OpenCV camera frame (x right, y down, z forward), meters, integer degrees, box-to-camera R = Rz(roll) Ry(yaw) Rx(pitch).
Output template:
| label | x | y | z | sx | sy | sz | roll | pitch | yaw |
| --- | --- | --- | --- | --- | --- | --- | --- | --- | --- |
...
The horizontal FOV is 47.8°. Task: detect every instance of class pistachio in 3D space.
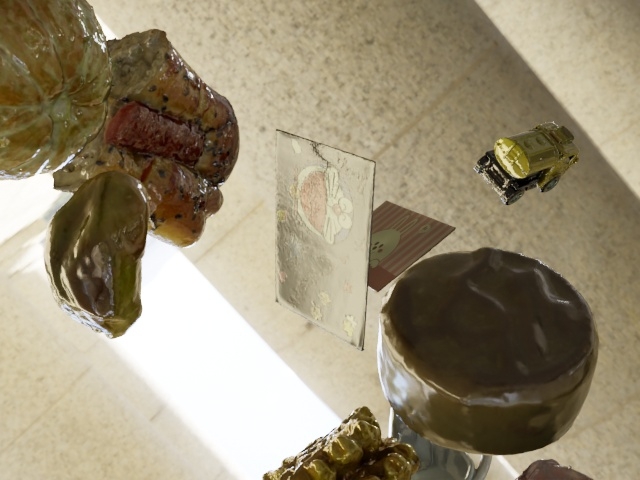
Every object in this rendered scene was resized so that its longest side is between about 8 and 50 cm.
| label | x | y | z | sx | sy | sz | roll | pitch | yaw |
| --- | --- | --- | --- | --- | --- | --- | --- | --- | --- |
| pistachio | -0.236 | 0.019 | 0.759 | 0.100 | 0.110 | 0.189 | -63 | 166 | -66 |

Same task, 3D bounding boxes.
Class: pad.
| label | x | y | z | sx | sy | sz | roll | pitch | yaw |
| --- | --- | --- | --- | --- | --- | --- | --- | --- | --- |
| pad | 0.128 | 0.003 | 1.494 | 0.202 | 0.005 | 0.300 | -38 | -156 | -8 |
| pad | 0.000 | 0.000 | 0.881 | 0.006 | 0.245 | 0.170 | -21 | -147 | -40 |

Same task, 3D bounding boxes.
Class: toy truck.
| label | x | y | z | sx | sy | sz | roll | pitch | yaw |
| --- | --- | --- | --- | --- | --- | --- | --- | --- | --- |
| toy truck | 0.184 | -0.071 | 0.633 | 0.083 | 0.049 | 0.054 | -19 | 152 | -35 |

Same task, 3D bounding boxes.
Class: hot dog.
| label | x | y | z | sx | sy | sz | roll | pitch | yaw |
| --- | --- | --- | --- | --- | --- | --- | --- | --- | --- |
| hot dog | -0.313 | -0.177 | 1.466 | 0.196 | 0.365 | 0.367 | 11 | -109 | 29 |

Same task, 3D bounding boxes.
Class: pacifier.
| label | x | y | z | sx | sy | sz | roll | pitch | yaw |
| --- | --- | --- | --- | --- | --- | --- | --- | --- | --- |
| pacifier | 0.187 | 0.375 | 1.349 | 0.228 | 0.207 | 0.279 | -29 | -161 | 20 |

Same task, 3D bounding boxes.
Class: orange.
| label | x | y | z | sx | sy | sz | roll | pitch | yaw |
| --- | --- | --- | --- | --- | --- | --- | --- | --- | --- |
| orange | -0.452 | -0.237 | 1.038 | 0.329 | 0.249 | 0.329 | -52 | 158 | -31 |

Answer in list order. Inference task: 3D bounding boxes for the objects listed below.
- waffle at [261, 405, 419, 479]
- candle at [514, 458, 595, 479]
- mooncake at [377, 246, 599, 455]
| label | x | y | z | sx | sy | sz | roll | pitch | yaw |
| --- | --- | --- | --- | --- | --- | --- | --- | --- | --- |
| waffle | 0.020 | 0.399 | 1.196 | 0.261 | 0.151 | 0.324 | -32 | 174 | -15 |
| candle | 0.280 | 0.434 | 0.879 | 0.131 | 0.287 | 0.316 | -60 | -153 | 33 |
| mooncake | 0.217 | 0.135 | 0.962 | 0.284 | 0.285 | 0.155 | -48 | 146 | -39 |
